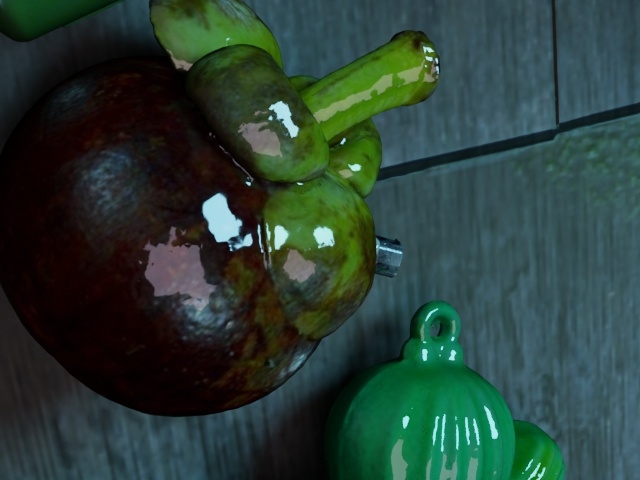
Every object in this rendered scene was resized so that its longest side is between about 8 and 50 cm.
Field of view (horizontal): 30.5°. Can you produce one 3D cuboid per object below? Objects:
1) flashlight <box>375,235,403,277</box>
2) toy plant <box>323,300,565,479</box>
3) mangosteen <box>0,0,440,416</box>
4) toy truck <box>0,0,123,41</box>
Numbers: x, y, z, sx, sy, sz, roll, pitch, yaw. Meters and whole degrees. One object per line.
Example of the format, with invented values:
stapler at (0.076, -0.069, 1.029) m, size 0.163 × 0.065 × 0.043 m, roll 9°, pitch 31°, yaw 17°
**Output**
flashlight at (0.000, 0.000, 0.564) m, size 0.083 × 0.018 × 0.018 m, roll 14°, pitch 104°, yaw -24°
toy plant at (0.063, 0.131, 0.592) m, size 0.143 × 0.105 × 0.200 m, roll 8°, pitch 94°, yaw -31°
mangosteen at (-0.043, -0.017, 0.454) m, size 0.181 × 0.146 × 0.156 m, roll -31°, pitch 98°, yaw 31°
toy truck at (-0.101, -0.143, 0.432) m, size 0.242 × 0.101 × 0.125 m, roll -27°, pitch 128°, yaw -12°
